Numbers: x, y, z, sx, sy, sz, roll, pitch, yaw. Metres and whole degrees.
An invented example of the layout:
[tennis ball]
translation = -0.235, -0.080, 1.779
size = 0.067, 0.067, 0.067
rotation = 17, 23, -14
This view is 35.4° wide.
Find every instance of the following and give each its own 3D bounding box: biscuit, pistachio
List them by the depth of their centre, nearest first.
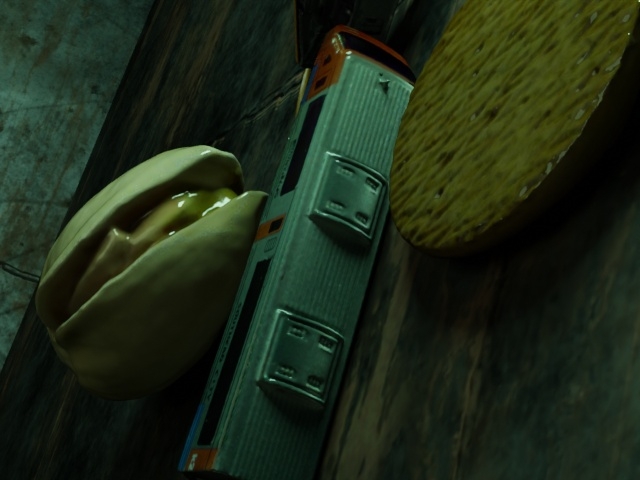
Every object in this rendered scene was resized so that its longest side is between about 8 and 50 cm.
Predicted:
[biscuit]
translation = 0.131, -0.104, 0.672
size = 0.262, 0.037, 0.262
rotation = -49, 25, 33
[pistachio]
translation = -0.172, 0.038, 1.037
size = 0.318, 0.214, 0.193
rotation = -43, 72, 25

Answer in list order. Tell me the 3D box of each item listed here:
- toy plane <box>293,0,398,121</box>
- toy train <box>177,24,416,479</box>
[toy plane]
translation = 0.025, -0.207, 0.937
size = 0.103, 0.204, 0.316
rotation = 43, 127, 48
[toy train]
translation = 0.000, 0.000, 0.796
size = 0.089, 0.086, 0.409
rotation = -22, 46, 59
